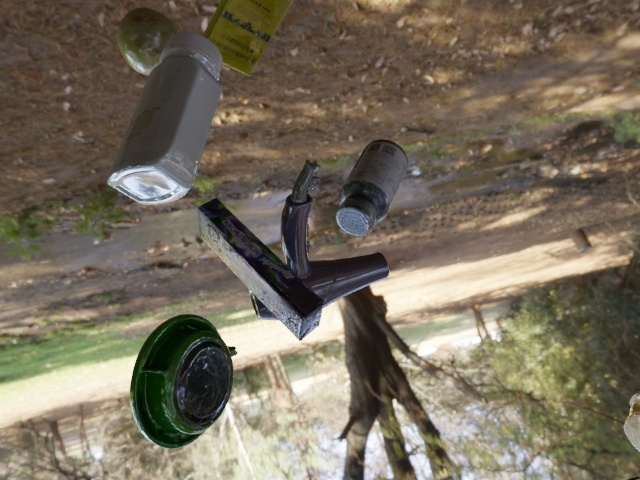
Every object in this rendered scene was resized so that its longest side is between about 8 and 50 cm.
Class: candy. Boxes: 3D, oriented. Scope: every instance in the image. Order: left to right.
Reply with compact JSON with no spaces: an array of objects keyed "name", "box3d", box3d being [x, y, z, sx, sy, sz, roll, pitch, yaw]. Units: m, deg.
[{"name":"candy","box3d":[-0.117,0.047,0.874,0.061,0.312,0.088,-31,152,-32]}]

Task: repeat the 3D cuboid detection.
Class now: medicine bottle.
[{"name":"medicine bottle","box3d":[-0.252,-0.213,0.817,0.161,0.296,0.111,-12,148,33]},{"name":"medicine bottle","box3d":[0.138,-0.144,1.302,0.141,0.141,0.293,-29,-157,45]}]

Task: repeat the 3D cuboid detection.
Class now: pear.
[{"name":"pear","box3d":[-0.451,-0.526,1.260,0.167,0.167,0.137,-14,141,-13]}]

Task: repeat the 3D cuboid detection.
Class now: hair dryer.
[{"name":"hair dryer","box3d":[0.000,0.000,0.942,0.301,0.121,0.361,-15,133,-16]}]

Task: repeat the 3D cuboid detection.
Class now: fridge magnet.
[{"name":"fridge magnet","box3d":[-0.213,0.223,0.765,0.088,0.208,0.208,-2,175,27]}]

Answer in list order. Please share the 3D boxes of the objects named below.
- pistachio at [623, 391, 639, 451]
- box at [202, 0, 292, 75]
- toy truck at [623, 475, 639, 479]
[{"name":"pistachio","box3d":[0.944,0.435,1.073,0.365,0.281,0.445,43,143,-22]},{"name":"box","box3d":[-0.166,-0.548,1.150,0.153,0.041,0.279,9,126,-48]},{"name":"toy truck","box3d":[0.472,0.412,0.675,0.155,0.124,0.268,-10,142,-8]}]
